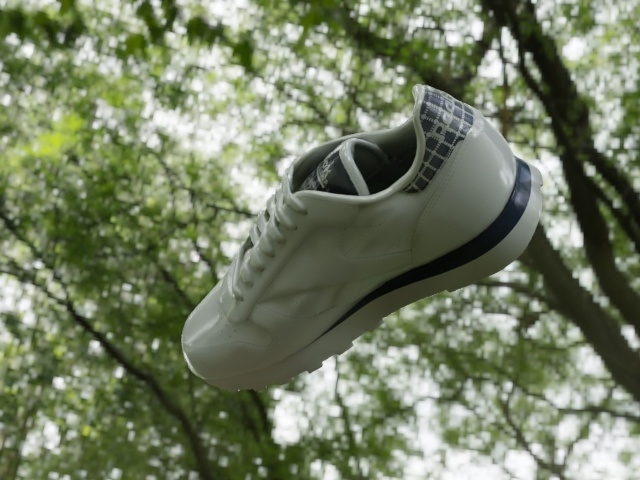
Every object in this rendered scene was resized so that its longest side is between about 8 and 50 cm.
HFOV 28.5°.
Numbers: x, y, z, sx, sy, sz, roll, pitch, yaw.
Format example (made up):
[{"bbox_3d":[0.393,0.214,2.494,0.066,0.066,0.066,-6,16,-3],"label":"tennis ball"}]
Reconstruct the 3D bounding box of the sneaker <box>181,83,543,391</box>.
[{"bbox_3d":[0.000,0.000,0.668,0.235,0.090,0.095,-34,-52,28],"label":"sneaker"}]
